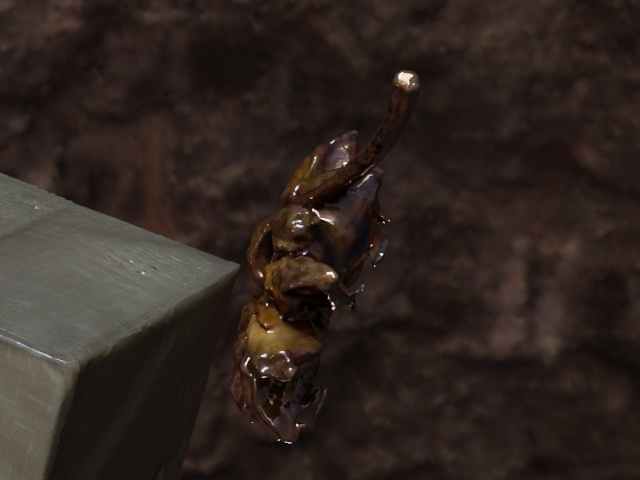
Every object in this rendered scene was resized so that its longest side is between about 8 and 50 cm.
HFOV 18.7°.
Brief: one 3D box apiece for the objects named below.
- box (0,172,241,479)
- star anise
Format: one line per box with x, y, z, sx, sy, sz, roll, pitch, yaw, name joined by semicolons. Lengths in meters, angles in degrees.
-0.151;0.103;0.736;0.149;0.155;0.231;-33;-40;-67;box
0.003;-0.002;1.060;0.073;0.177;0.234;25;-75;-5;star anise
